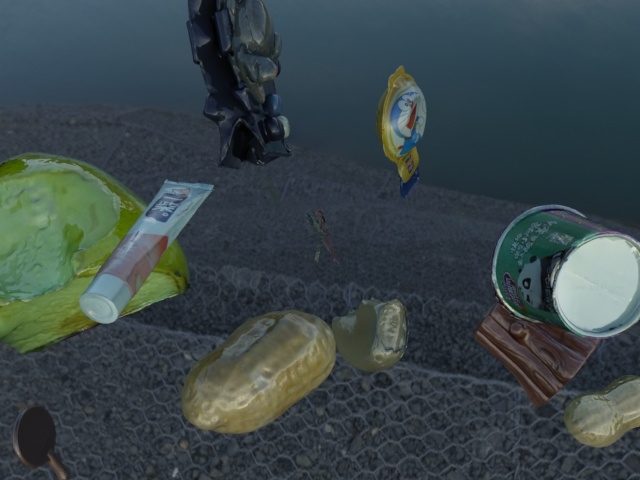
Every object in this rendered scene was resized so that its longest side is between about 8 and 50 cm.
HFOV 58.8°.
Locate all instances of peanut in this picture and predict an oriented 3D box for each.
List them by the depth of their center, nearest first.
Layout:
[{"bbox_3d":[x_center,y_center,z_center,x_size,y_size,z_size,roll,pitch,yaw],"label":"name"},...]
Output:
[{"bbox_3d":[-0.079,0.168,0.749,0.224,0.129,0.129,-25,49,-38],"label":"peanut"},{"bbox_3d":[0.437,0.248,0.837,0.187,0.082,0.082,-18,48,-19],"label":"peanut"}]

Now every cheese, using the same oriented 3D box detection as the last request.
[{"bbox_3d":[0.168,-0.214,1.143,0.069,0.270,0.177,13,45,30],"label":"cheese"},{"bbox_3d":[0.108,0.219,1.347,0.202,0.091,0.175,-1,80,49],"label":"cheese"}]

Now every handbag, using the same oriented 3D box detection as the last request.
[{"bbox_3d":[-0.110,-0.267,0.786,0.118,0.325,0.269,-10,8,3],"label":"handbag"}]

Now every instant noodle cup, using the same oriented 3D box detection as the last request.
[{"bbox_3d":[0.475,0.065,1.065,0.251,0.251,0.190,-10,11,-7],"label":"instant noodle cup"}]

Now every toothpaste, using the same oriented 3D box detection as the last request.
[{"bbox_3d":[-0.162,-0.004,0.542,0.056,0.036,0.205,10,37,6],"label":"toothpaste"}]

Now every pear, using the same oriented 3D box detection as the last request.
[{"bbox_3d":[-0.363,-0.017,0.801,0.286,0.176,0.282,-21,64,-10],"label":"pear"}]

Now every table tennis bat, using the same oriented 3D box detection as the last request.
[{"bbox_3d":[-0.468,0.372,1.049,0.119,0.170,0.107,-12,29,9],"label":"table tennis bat"}]

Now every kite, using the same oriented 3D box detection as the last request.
[{"bbox_3d":[0.001,0.000,1.054,0.005,0.152,0.137,-20,50,-19],"label":"kite"}]

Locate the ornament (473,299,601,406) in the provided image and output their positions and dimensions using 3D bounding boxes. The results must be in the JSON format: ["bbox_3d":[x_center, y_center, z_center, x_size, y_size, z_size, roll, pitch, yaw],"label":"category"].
[{"bbox_3d":[0.483,0.227,1.296,0.217,0.235,0.221,41,16,22],"label":"ornament"}]
